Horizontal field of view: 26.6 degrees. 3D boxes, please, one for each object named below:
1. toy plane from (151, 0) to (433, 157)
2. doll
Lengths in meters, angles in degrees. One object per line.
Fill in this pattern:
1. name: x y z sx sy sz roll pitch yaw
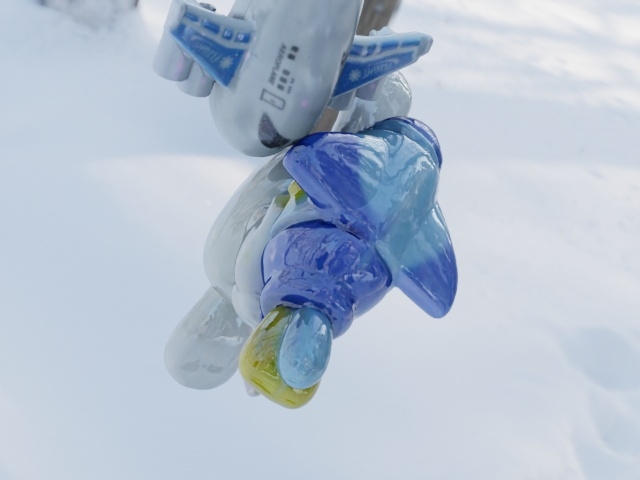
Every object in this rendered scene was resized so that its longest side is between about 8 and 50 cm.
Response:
1. toy plane: -0.019 -0.183 1.185 0.267 0.267 0.122 7 37 -37
2. doll: 0.008 0.002 1.243 0.187 0.376 0.365 16 3 -16
